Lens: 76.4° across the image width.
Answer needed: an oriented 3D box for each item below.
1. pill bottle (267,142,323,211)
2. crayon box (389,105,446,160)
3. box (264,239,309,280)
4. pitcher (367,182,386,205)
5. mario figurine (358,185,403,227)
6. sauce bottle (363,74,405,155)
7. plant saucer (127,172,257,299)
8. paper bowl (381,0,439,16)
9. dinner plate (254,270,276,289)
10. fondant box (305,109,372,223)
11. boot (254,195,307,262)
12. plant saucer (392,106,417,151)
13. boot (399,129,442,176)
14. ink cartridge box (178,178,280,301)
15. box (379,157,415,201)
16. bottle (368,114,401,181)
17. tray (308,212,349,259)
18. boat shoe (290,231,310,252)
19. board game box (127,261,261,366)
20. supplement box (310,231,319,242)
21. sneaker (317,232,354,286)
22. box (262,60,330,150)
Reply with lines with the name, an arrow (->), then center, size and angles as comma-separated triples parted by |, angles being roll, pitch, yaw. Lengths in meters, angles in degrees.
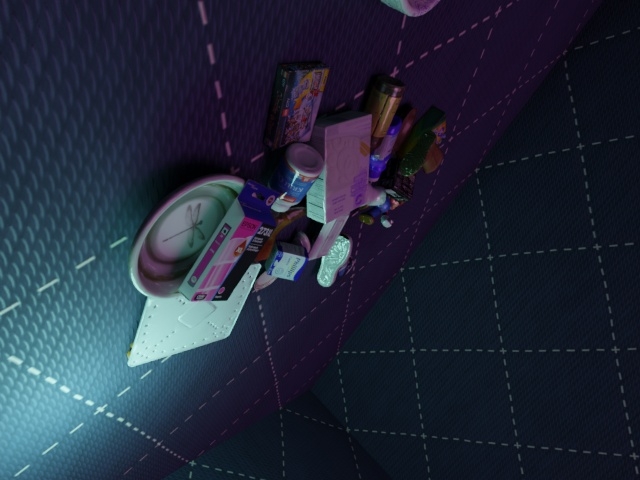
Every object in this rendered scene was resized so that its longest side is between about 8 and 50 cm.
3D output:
pill bottle -> -0.090, -0.186, 1.264 | 0.124, 0.124, 0.221 | -28, 166, -40
crayon box -> 0.461, -0.447, 1.928 | 0.323, 0.083, 0.203 | -48, 156, -1
box -> -0.134, 0.082, 1.622 | 0.137, 0.072, 0.126 | 14, 121, -25
pitcher -> 0.150, -0.196, 1.725 | 0.207, 0.178, 0.125 | 6, 79, -46
mario figurine -> 0.332, -0.195, 1.981 | 0.320, 0.170, 0.198 | -29, 148, -35
sauce bottle -> 0.190, -0.414, 1.470 | 0.111, 0.111, 0.344 | -26, 149, -43
plant saucer -> -0.350, -0.024, 1.109 | 0.400, 0.100, 0.400 | -42, 154, -25
paper bowl -> 0.241, -0.734, 1.017 | 0.284, 0.148, 0.284 | -39, 154, -23
dinner plate -> -0.223, 0.153, 1.708 | 0.141, 0.017, 0.141 | -37, 157, -18
fondant box -> 0.063, -0.252, 1.384 | 0.238, 0.096, 0.330 | -29, 131, -39
boot -> -0.153, -0.029, 1.470 | 0.264, 0.096, 0.280 | -23, 147, -46
plant saucer -> 0.341, -0.470, 1.704 | 0.198, 0.036, 0.198 | -52, 163, -24
boot -> 0.475, -0.358, 1.872 | 0.236, 0.089, 0.269 | -52, 158, 6
ink cartridge box -> -0.241, 0.012, 1.166 | 0.371, 0.069, 0.176 | -58, 157, 7
box -> 0.358, -0.276, 1.878 | 0.180, 0.077, 0.147 | 21, 76, -48
bottle -> 0.241, -0.365, 1.640 | 0.118, 0.092, 0.283 | -54, 165, -42
tray -> 0.041, -0.023, 1.725 | 0.145, 0.030, 0.270 | -13, 137, -53
boat shoe -> -0.103, 0.056, 1.705 | 0.081, 0.079, 0.227 | -38, 158, -34
board game box -> -0.428, 0.233, 1.382 | 0.390, 0.050, 0.390 | -7, 134, -47
supplement box -> 0.000, 0.000, 1.833 | 0.043, 0.055, 0.083 | -50, 156, 7
sneaker -> 0.108, 0.074, 2.073 | 0.236, 0.130, 0.322 | -30, 147, -57
box -> -0.070, -0.377, 1.145 | 0.159, 0.044, 0.233 | -27, 148, -42
